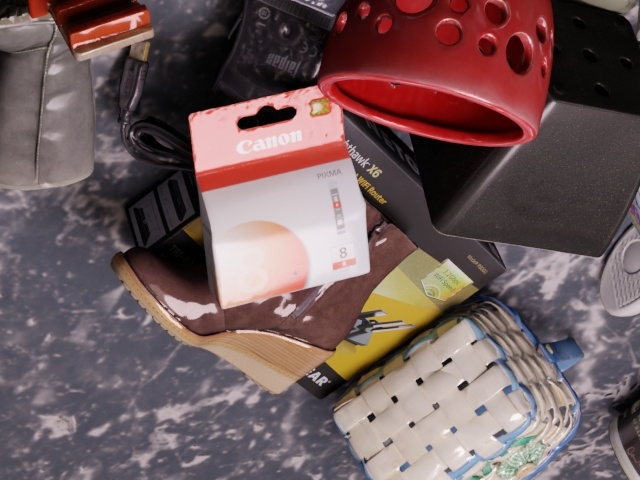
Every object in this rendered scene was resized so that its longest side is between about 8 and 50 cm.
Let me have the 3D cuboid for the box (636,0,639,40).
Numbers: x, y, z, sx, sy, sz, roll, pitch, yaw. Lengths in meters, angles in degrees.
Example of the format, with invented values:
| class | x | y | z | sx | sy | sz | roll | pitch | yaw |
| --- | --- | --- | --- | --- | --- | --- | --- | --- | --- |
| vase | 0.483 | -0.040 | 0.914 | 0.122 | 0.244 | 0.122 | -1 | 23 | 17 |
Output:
| class | x | y | z | sx | sy | sz | roll | pitch | yaw |
| --- | --- | --- | --- | --- | --- | --- | --- | --- | --- |
| box | 0.451 | -0.231 | 1.773 | 0.311 | 0.148 | 0.121 | 12 | 162 | -10 |

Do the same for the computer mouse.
| class | x | y | z | sx | sy | sz | roll | pitch | yaw |
| --- | --- | --- | --- | --- | --- | --- | --- | --- | --- |
| computer mouse | -0.075 | -0.168 | 1.768 | 0.184 | 0.060 | 0.262 | 18 | 110 | 1 |

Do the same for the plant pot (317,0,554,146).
| class | x | y | z | sx | sy | sz | roll | pitch | yaw |
| --- | --- | --- | --- | --- | --- | --- | --- | --- | --- |
| plant pot | 0.109 | -0.185 | 1.667 | 0.191 | 0.191 | 0.174 | 23 | 77 | -36 |

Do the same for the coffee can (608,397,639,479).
| class | x | y | z | sx | sy | sz | roll | pitch | yaw |
| --- | --- | --- | --- | --- | --- | --- | --- | --- | --- |
| coffee can | 0.492 | 0.196 | 2.226 | 0.201 | 0.201 | 0.275 | 29 | 118 | -38 |

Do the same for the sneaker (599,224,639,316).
| class | x | y | z | sx | sy | sz | roll | pitch | yaw |
| --- | --- | --- | --- | --- | --- | --- | --- | --- | --- |
| sneaker | 0.422 | 0.007 | 2.098 | 0.151 | 0.094 | 0.256 | 23 | 122 | -39 |

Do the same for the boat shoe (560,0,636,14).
| class | x | y | z | sx | sy | sz | roll | pitch | yaw |
| --- | --- | --- | --- | --- | --- | --- | --- | --- | --- |
| boat shoe | 0.193 | -0.273 | 1.766 | 0.228 | 0.068 | 0.081 | 23 | 158 | -32 |

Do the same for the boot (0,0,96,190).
| class | x | y | z | sx | sy | sz | roll | pitch | yaw |
| --- | --- | --- | --- | --- | --- | --- | --- | --- | --- |
| boot | -0.275 | -0.136 | 1.728 | 0.190 | 0.076 | 0.208 | 1 | 138 | -19 |

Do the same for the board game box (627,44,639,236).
| class | x | y | z | sx | sy | sz | roll | pitch | yaw |
| --- | --- | --- | --- | --- | --- | --- | --- | --- | --- |
| board game box | 0.416 | -0.125 | 1.933 | 0.275 | 0.144 | 0.142 | -19 | 135 | -3 |

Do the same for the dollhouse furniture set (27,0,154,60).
| class | x | y | z | sx | sy | sz | roll | pitch | yaw |
| --- | --- | --- | --- | --- | --- | --- | --- | --- | --- |
| dollhouse furniture set | -0.189 | -0.281 | 1.534 | 0.262 | 0.135 | 0.259 | -21 | 146 | -16 |

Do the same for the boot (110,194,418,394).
| class | x | y | z | sx | sy | sz | roll | pitch | yaw |
| --- | --- | --- | --- | --- | --- | --- | --- | --- | --- |
| boot | -0.051 | 0.016 | 1.843 | 0.248 | 0.090 | 0.207 | 35 | 100 | -35 |

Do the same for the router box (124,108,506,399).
| class | x | y | z | sx | sy | sz | roll | pitch | yaw |
| --- | --- | --- | --- | --- | --- | --- | --- | --- | --- |
| router box | 0.000 | 0.000 | 1.943 | 0.243 | 0.081 | 0.309 | -36 | 134 | 15 |

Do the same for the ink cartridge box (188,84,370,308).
| class | x | y | z | sx | sy | sz | roll | pitch | yaw |
| --- | --- | --- | --- | --- | --- | --- | --- | --- | --- |
| ink cartridge box | -0.033 | -0.039 | 1.748 | 0.145 | 0.045 | 0.179 | -14 | 121 | -15 |

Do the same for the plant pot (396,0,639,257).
| class | x | y | z | sx | sy | sz | roll | pitch | yaw |
| --- | --- | --- | --- | --- | --- | --- | --- | --- | --- |
| plant pot | 0.203 | -0.117 | 1.810 | 0.187 | 0.188 | 0.167 | 9 | 139 | -27 |

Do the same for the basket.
| class | x | y | z | sx | sy | sz | roll | pitch | yaw |
| --- | --- | --- | --- | --- | --- | --- | --- | --- | --- |
| basket | 0.146 | 0.185 | 2.103 | 0.255 | 0.201 | 0.289 | -37 | 171 | 15 |

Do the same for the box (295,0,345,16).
| class | x | y | z | sx | sy | sz | roll | pitch | yaw |
| --- | --- | --- | --- | --- | --- | --- | --- | --- | --- |
| box | -0.002 | -0.297 | 1.605 | 0.093 | 0.156 | 0.158 | 18 | 124 | -31 |
